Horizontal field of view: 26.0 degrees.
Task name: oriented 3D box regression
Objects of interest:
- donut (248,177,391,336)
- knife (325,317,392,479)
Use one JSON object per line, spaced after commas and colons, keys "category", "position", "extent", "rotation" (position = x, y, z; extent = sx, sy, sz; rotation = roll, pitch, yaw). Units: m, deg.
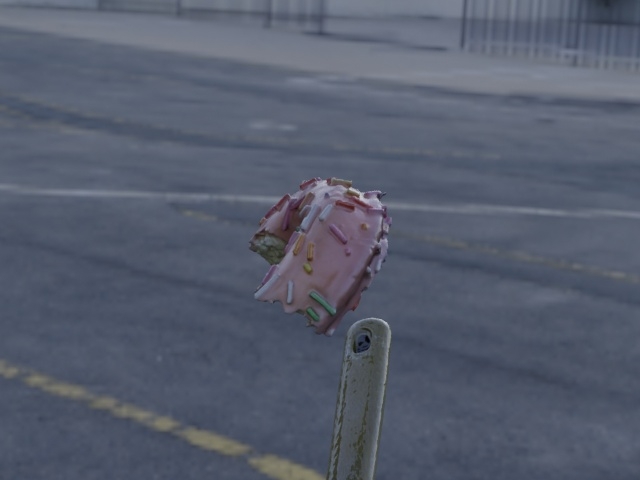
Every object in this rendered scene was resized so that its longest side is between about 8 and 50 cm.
{"category": "donut", "position": [0.000, 0.000, 1.030], "extent": [0.065, 0.117, 0.166], "rotation": [39, 2, -19]}
{"category": "knife", "position": [0.017, 0.156, 0.649], "extent": [0.047, 0.017, 0.298], "rotation": [-6, 48, 18]}
